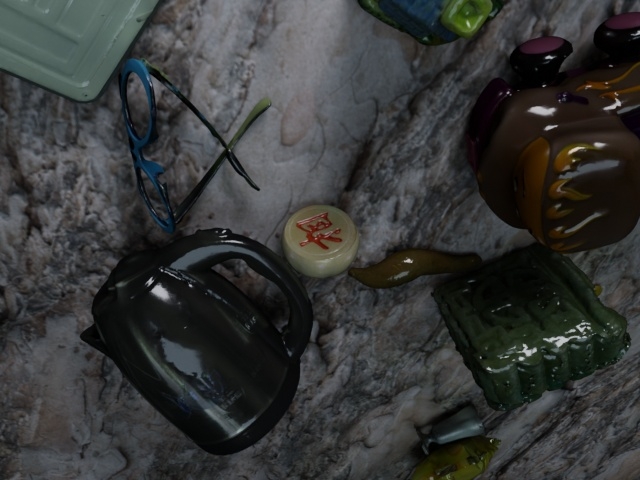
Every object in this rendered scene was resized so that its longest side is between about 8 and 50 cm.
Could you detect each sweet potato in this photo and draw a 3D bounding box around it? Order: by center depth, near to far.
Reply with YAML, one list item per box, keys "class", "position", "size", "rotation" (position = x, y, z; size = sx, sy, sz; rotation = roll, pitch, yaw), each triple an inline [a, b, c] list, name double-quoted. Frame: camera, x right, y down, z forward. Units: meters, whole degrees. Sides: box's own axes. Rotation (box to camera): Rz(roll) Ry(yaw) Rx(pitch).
- class: "sweet potato"
  position: [0.175, 0.044, 0.849]
  size: [0.249, 0.060, 0.069]
  rotation: [-10, 145, -7]

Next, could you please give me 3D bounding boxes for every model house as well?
- class: "model house"
  position: [0.162, -0.302, 0.516]
  size: [0.195, 0.189, 0.214]
  rotation: [27, 117, -24]

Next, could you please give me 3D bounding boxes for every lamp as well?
- class: "lamp"
  position: [-0.293, -0.293, 0.481]
  size: [0.266, 0.047, 0.269]
  rotation: [-46, 146, 19]

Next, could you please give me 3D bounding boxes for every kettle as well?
- class: "kettle"
  position: [-0.174, 0.132, 0.754]
  size: [0.320, 0.228, 0.324]
  rotation: [-31, 119, 9]

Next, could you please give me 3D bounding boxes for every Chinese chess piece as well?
- class: "Chinese chess piece"
  position: [0.000, 0.000, 0.747]
  size: [0.121, 0.122, 0.051]
  rotation: [-5, 141, -6]

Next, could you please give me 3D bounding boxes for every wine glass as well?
- class: "wine glass"
  position: [0.306, 0.448, 1.140]
  size: [0.155, 0.072, 0.072]
  rotation: [-26, 124, 8]

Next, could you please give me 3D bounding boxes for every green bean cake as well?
- class: "green bean cake"
  position: [0.349, 0.134, 0.825]
  size: [0.254, 0.241, 0.132]
  rotation: [-24, 121, 8]

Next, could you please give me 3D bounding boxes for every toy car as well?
- class: "toy car"
  position: [0.381, -0.127, 0.648]
  size: [0.340, 0.241, 0.272]
  rotation: [-16, 127, 8]

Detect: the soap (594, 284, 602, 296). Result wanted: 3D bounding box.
- class: "soap"
  position: [0.534, 0.120, 0.984]
  size: [0.089, 0.012, 0.034]
  rotation: [-32, 123, 13]

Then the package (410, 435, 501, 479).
- class: "package"
  position: [0.329, 0.544, 1.176]
  size: [0.226, 0.090, 0.168]
  rotation: [-34, 156, 21]

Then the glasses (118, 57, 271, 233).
- class: "glasses"
  position: [-0.164, -0.124, 0.646]
  size: [0.206, 0.102, 0.239]
  rotation: [-5, 124, -6]
